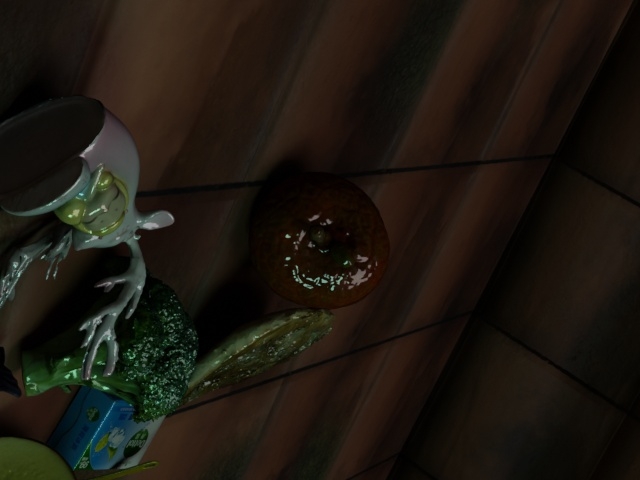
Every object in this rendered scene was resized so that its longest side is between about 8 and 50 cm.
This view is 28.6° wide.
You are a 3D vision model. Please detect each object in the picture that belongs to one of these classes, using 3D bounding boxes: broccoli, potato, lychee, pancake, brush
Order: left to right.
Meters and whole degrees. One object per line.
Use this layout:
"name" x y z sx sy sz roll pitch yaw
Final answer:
"potato" -0.448 0.388 1.929 0.178 0.203 0.158 -49 180 -3
"brush" -0.372 0.402 2.123 0.205 0.011 0.083 -14 153 -4
"broccoli" -0.313 0.173 1.878 0.269 0.254 0.269 -8 119 -15
"pancake" -0.125 0.208 2.288 0.356 0.065 0.356 -25 168 -6
"lychee" 0.000 0.000 2.190 0.255 0.255 0.300 -48 -175 -19

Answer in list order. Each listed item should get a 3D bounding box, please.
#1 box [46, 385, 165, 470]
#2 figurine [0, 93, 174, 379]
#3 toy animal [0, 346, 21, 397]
"box" -0.353 0.311 2.118 0.139 0.073 0.194 -59 156 5
"figurine" -0.336 -0.011 1.638 0.284 0.206 0.316 -57 151 -14
"toy animal" -0.516 0.226 1.645 0.298 0.122 0.185 -36 149 -40
